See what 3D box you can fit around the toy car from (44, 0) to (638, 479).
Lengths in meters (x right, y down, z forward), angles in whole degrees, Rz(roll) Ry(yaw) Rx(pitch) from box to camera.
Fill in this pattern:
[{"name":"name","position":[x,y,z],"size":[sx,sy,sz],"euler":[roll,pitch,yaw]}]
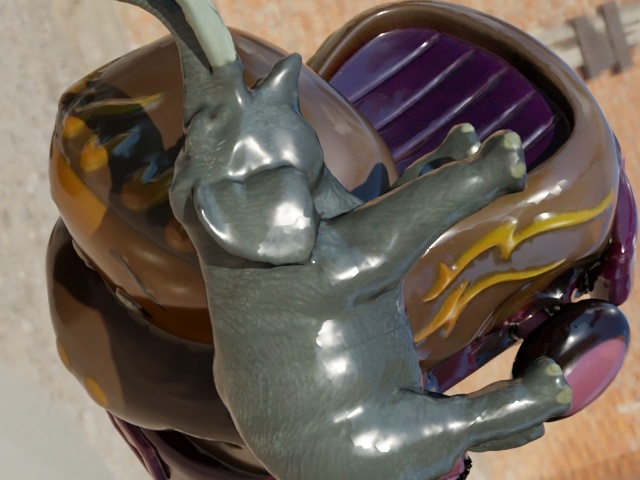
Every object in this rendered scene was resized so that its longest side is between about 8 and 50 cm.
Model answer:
[{"name":"toy car","position":[0.011,-0.020,0.750],"size":[0.271,0.341,0.240],"euler":[44,-22,36]}]

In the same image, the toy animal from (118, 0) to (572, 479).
[{"name":"toy animal","position":[0.008,-0.006,0.529],"size":[0.082,0.137,0.269],"euler":[-128,-164,-79]}]
